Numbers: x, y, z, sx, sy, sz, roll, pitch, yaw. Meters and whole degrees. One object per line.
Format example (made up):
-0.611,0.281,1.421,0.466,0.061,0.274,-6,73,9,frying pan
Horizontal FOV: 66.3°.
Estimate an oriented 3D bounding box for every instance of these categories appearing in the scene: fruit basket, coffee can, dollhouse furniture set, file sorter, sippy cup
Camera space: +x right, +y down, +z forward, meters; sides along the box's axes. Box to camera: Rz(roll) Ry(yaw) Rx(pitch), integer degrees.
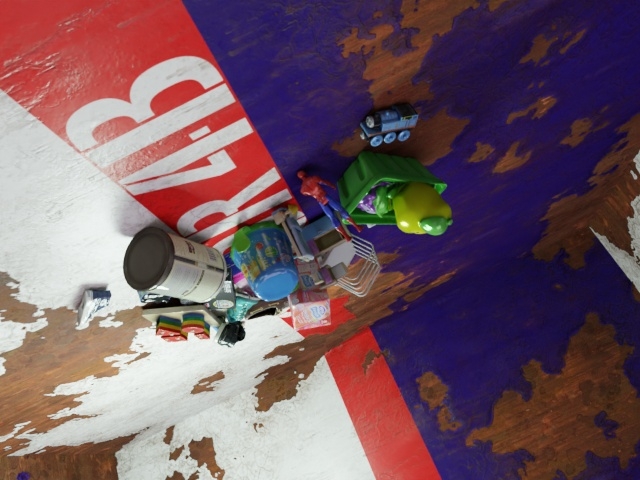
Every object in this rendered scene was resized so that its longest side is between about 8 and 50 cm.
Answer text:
0.284,-0.124,1.703,0.391,0.392,0.283,-1,145,-40,fruit basket
-0.473,0.088,1.617,0.201,0.202,0.275,-33,153,16,coffee can
0.000,0.000,1.771,0.198,0.287,0.303,-29,165,7,dollhouse furniture set
0.143,0.108,2.139,0.193,0.173,0.278,-58,157,-12,file sorter
-0.189,0.089,1.781,0.305,0.224,0.240,5,127,-30,sippy cup

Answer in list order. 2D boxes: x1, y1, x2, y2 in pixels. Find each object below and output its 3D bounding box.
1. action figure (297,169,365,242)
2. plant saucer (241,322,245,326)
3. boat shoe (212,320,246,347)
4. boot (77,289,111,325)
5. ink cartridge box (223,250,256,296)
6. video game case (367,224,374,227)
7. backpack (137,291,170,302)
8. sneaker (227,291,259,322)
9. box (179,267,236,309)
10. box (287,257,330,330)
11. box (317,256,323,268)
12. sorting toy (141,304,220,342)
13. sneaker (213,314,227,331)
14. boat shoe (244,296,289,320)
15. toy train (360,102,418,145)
0.030,-0.131,1.636,0.091,0.280,0.139,-42,-178,19,action figure
-0.431,0.444,2.530,0.083,0.015,0.083,-20,154,-10,plant saucer
-0.404,0.431,2.282,0.127,0.112,0.340,-64,179,-5,boat shoe
-0.814,0.245,1.761,0.086,0.069,0.190,2,142,-38,boot
-0.278,0.126,2.025,0.175,0.069,0.371,-27,152,4,ink cartridge box
0.263,-0.134,2.056,0.190,0.022,0.173,-28,154,8,video game case
-0.613,0.182,1.803,0.114,0.084,0.105,-7,150,-39,backpack
-0.340,0.293,2.132,0.106,0.110,0.275,16,154,-22,sneaker
-0.448,0.196,1.932,0.216,0.060,0.270,0,150,-6,box
-0.059,0.207,2.000,0.153,0.300,0.142,-9,124,-8,box
-0.005,0.148,2.251,0.087,0.101,0.102,-26,154,3,box
-0.580,0.359,2.061,0.256,0.090,0.255,-5,155,3,sorting toy
-0.492,0.377,2.316,0.078,0.067,0.188,-43,155,-12,sneaker
-0.242,0.323,2.376,0.324,0.097,0.117,0,145,-41,boat shoe
0.212,-0.362,1.527,0.183,0.080,0.105,-14,143,-17,toy train
